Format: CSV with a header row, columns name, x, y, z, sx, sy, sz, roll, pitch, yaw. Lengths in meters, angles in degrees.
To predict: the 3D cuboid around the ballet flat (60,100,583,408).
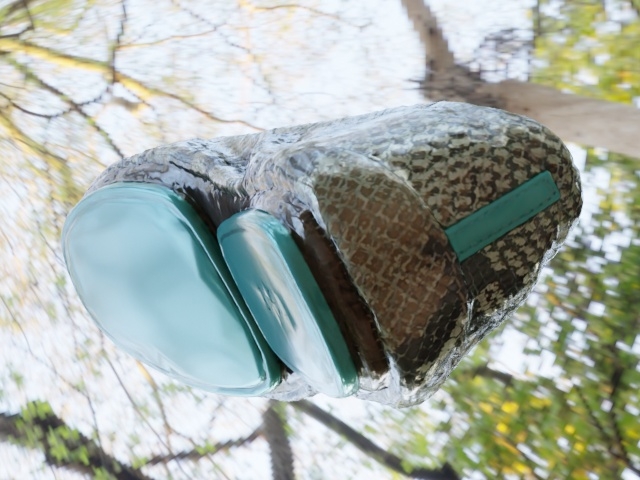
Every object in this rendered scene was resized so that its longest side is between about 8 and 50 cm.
name,x,y,z,sx,sy,sz,roll,pitch,yaw
ballet flat,0.000,0.000,0.943,0.182,0.483,0.164,-28,-82,-19
